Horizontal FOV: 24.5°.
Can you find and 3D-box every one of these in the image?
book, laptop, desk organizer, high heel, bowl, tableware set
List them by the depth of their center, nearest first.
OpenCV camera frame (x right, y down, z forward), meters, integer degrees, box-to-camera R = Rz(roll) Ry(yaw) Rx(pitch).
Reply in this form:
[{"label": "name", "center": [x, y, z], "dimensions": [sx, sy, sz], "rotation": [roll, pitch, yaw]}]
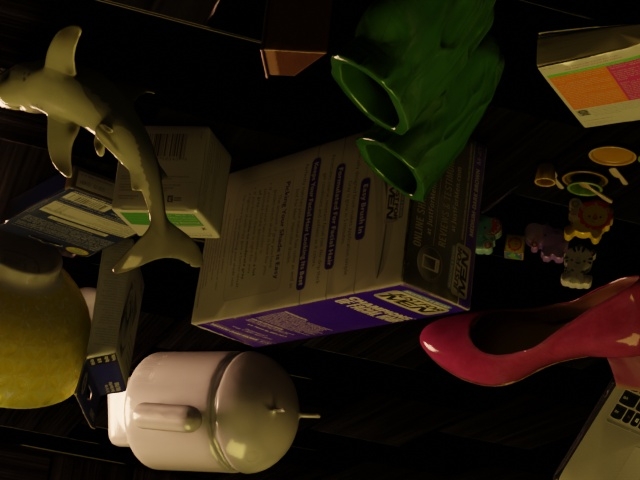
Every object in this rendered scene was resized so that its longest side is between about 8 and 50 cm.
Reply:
[{"label": "desk organizer", "center": [-0.013, -0.192, 1.131], "dimensions": [0.050, 0.130, 0.047], "rotation": [4, 160, 5]}, {"label": "book", "center": [0.261, -0.144, 1.311], "dimensions": [0.096, 0.035, 0.144], "rotation": [-5, 157, 25]}, {"label": "tableware set", "center": [0.298, -0.069, 1.521], "dimensions": [0.154, 0.024, 0.104], "rotation": [-3, 158, 29]}, {"label": "high heel", "center": [0.284, 0.097, 1.945], "dimensions": [0.377, 0.127, 0.181], "rotation": [1, 131, 31]}, {"label": "bowl", "center": [-0.424, 0.074, 1.966], "dimensions": [0.289, 0.289, 0.156], "rotation": [15, 116, -21]}, {"label": "laptop", "center": [0.604, 0.259, 2.036], "dimensions": [0.382, 0.408, 0.236], "rotation": [25, -172, -40]}]

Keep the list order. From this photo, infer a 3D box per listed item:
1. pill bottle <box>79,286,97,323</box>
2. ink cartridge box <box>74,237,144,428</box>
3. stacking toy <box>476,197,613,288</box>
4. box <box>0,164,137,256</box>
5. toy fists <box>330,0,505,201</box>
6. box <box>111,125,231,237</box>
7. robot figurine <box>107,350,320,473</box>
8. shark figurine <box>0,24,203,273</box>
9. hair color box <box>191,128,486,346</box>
[{"label": "pill bottle", "center": [-0.405, 0.129, 2.242], "dimensions": [0.184, 0.103, 0.103], "rotation": [-8, 155, 39]}, {"label": "ink cartridge box", "center": [-0.284, 0.132, 2.021], "dimensions": [0.045, 0.224, 0.223], "rotation": [8, 162, 0]}, {"label": "stacking toy", "center": [0.220, -0.006, 1.700], "dimensions": [0.221, 0.052, 0.167], "rotation": [7, 159, 9]}, {"label": "box", "center": [-0.299, -0.033, 1.838], "dimensions": [0.136, 0.036, 0.225], "rotation": [20, 156, -31]}, {"label": "toy fists", "center": [0.085, -0.145, 1.219], "dimensions": [0.096, 0.142, 0.279], "rotation": [35, 169, 20]}, {"label": "box", "center": [-0.160, -0.063, 1.598], "dimensions": [0.101, 0.102, 0.087], "rotation": [1, 162, 15]}, {"label": "robot figurine", "center": [-0.185, 0.284, 2.449], "dimensions": [0.353, 0.199, 0.300], "rotation": [-2, -178, 27]}, {"label": "shark figurine", "center": [-0.193, -0.108, 1.448], "dimensions": [0.116, 0.278, 0.166], "rotation": [-27, 160, -51]}, {"label": "hair color box", "center": [0.014, -0.002, 1.581], "dimensions": [0.110, 0.185, 0.339], "rotation": [22, 157, -36]}]
